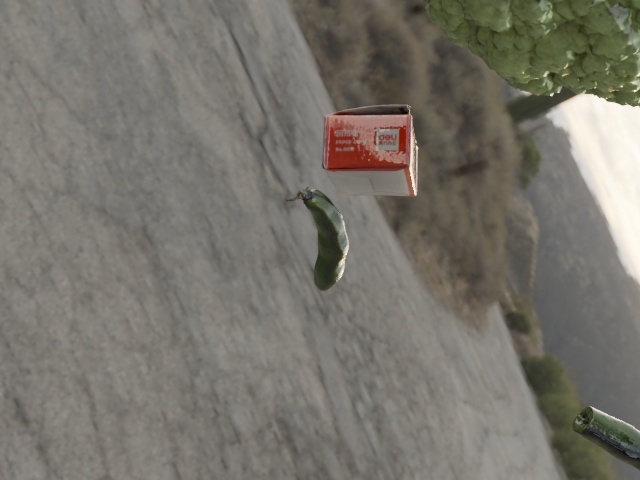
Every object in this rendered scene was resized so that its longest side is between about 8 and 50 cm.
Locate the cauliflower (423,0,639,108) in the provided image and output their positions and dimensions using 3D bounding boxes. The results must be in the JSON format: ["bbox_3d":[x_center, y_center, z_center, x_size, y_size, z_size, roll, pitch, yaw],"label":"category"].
[{"bbox_3d":[0.202,-0.235,0.759,0.250,0.272,0.275,-59,143,-28],"label":"cauliflower"}]

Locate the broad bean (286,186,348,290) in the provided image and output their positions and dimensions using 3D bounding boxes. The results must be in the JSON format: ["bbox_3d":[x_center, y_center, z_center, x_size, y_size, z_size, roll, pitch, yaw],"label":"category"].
[{"bbox_3d":[0.005,-0.002,1.492,0.226,0.069,0.039,73,4,-47],"label":"broad bean"}]

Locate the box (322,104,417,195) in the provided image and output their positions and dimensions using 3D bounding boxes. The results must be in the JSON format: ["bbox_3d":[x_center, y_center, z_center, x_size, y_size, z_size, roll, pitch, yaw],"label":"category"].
[{"bbox_3d":[0.080,-0.133,1.571,0.182,0.133,0.099,49,40,-75],"label":"box"}]

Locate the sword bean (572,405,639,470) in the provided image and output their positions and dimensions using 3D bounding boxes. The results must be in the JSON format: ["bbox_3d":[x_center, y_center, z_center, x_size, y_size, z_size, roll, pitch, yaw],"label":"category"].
[{"bbox_3d":[0.389,0.267,1.106,0.269,0.043,0.038,38,18,-2],"label":"sword bean"}]
